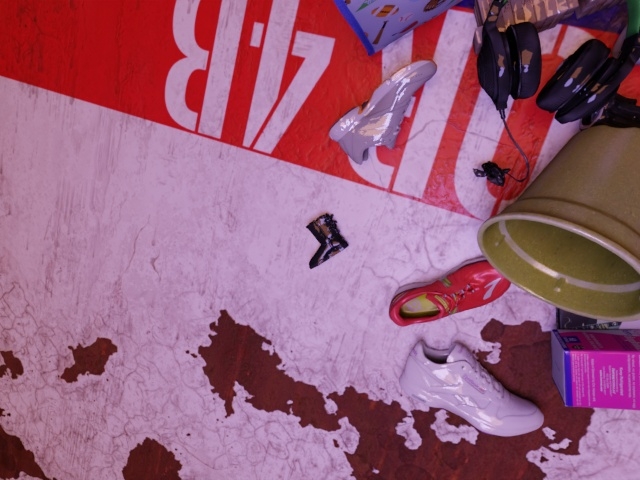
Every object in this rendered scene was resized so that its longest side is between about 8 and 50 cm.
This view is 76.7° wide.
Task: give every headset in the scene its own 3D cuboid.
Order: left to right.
[{"bbox_3d":[0.387,-0.289,0.718,0.243,0.185,0.395,19,107,9],"label":"headset"}]

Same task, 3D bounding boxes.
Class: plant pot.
[{"bbox_3d":[0.460,-0.045,0.692,0.276,0.276,0.254,36,76,10],"label":"plant pot"}]

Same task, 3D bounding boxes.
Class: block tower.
[{"bbox_3d":[0.446,-0.452,0.731,0.335,0.091,0.097,-15,94,20],"label":"block tower"}]

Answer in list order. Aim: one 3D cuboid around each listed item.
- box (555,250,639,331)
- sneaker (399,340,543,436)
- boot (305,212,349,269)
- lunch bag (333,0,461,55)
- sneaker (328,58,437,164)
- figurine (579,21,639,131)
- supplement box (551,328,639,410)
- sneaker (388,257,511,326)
[{"bbox_3d":[0.599,0.164,0.799,0.232,0.058,0.322,-5,96,20],"label":"box"},{"bbox_3d":[0.332,0.318,0.883,0.304,0.114,0.152,16,105,16],"label":"sneaker"},{"bbox_3d":[0.000,0.000,0.981,0.121,0.045,0.099,-35,89,13],"label":"boot"},{"bbox_3d":[0.140,-0.531,0.665,0.327,0.385,0.239,-27,90,21],"label":"lunch bag"},{"bbox_3d":[0.149,-0.269,0.869,0.262,0.099,0.121,-35,94,28],"label":"sneaker"},{"bbox_3d":[0.617,-0.268,0.714,0.209,0.092,0.215,20,104,7],"label":"figurine"},{"bbox_3d":[0.556,0.233,0.736,0.219,0.111,0.114,-3,97,19],"label":"supplement box"},{"bbox_3d":[0.277,0.126,0.868,0.278,0.118,0.107,-26,91,21],"label":"sneaker"}]
